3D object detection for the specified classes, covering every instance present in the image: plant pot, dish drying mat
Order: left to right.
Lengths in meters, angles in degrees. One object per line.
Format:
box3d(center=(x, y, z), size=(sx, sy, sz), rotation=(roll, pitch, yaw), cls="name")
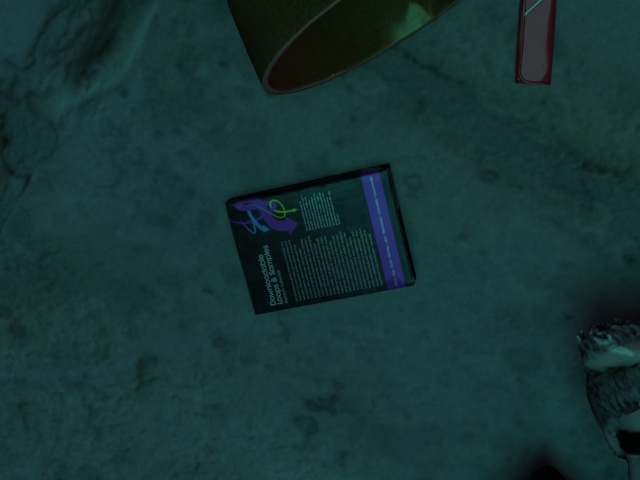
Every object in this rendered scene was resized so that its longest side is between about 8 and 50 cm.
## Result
box3d(center=(-0.005, -0.287, 0.842), size=(0.237, 0.237, 0.254), rotation=(-31, 85, 16), cls="plant pot")
box3d(center=(0.190, -0.180, 0.941), size=(0.032, 0.008, 0.083), rotation=(3, 107, 7), cls="dish drying mat")

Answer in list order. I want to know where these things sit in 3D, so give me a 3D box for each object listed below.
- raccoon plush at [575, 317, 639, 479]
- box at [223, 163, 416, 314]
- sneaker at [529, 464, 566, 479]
box3d(center=(0.432, 0.069, 0.927), size=(0.299, 0.216, 0.446), rotation=(33, 68, 28), cls="raccoon plush")
box3d(center=(0.000, 0.000, 1.014), size=(0.162, 0.029, 0.116), rotation=(-11, 104, 11), cls="box")
box3d(center=(0.394, 0.321, 0.971), size=(0.482, 0.185, 0.202), rotation=(9, 109, 4), cls="sneaker")
